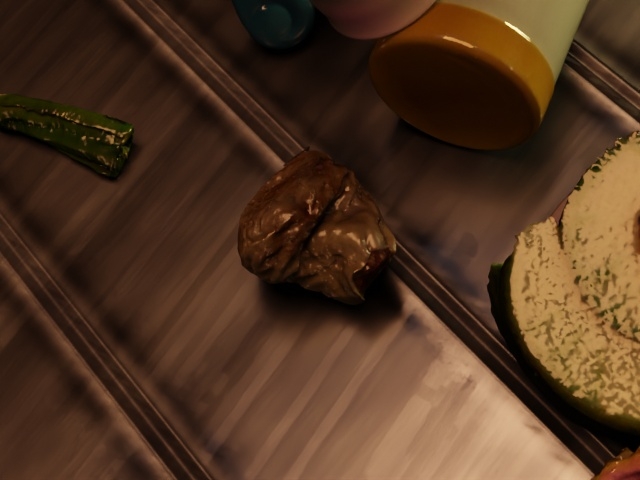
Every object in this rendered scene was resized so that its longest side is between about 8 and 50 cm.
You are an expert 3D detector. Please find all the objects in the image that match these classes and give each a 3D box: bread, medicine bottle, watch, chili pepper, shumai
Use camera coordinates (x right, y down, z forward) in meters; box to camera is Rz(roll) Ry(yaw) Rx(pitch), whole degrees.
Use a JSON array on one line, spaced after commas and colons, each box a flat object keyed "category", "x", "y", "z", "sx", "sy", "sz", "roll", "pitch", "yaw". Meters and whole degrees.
[{"category": "bread", "x": 0.387, "y": 0.053, "z": 1.509, "sx": 0.382, "sy": 0.129, "sz": 0.366, "roll": 2, "pitch": 78, "yaw": 6}, {"category": "medicine bottle", "x": 0.212, "y": -0.275, "z": 1.703, "sx": 0.238, "sy": 0.238, "sz": 0.232, "roll": 17, "pitch": 65, "yaw": 20}, {"category": "watch", "x": 0.031, "y": -0.362, "z": 1.614, "sx": 0.248, "sy": 0.211, "sz": 0.217, "roll": -31, "pitch": 51, "yaw": 16}, {"category": "chili pepper", "x": -0.429, "y": -0.189, "z": 1.895, "sx": 0.359, "sy": 0.076, "sz": 0.085, "roll": 23, "pitch": 94, "yaw": 22}, {"category": "shumai", "x": -0.003, "y": 0.003, "z": 1.673, "sx": 0.184, "sy": 0.218, "sz": 0.185, "roll": -36, "pitch": 103, "yaw": 4}]

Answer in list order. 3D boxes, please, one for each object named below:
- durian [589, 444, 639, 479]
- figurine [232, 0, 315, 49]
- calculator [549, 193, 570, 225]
[{"category": "durian", "x": 0.318, "y": 0.366, "z": 1.382, "sx": 0.191, "sy": 0.112, "sz": 0.341, "roll": 14, "pitch": 81, "yaw": 48}, {"category": "figurine", "x": -0.036, "y": -0.477, "z": 1.788, "sx": 0.416, "sy": 0.243, "sz": 0.298, "roll": -58, "pitch": 19, "yaw": 16}, {"category": "calculator", "x": 0.368, "y": 0.020, "z": 1.624, "sx": 0.194, "sy": 0.043, "sz": 0.294, "roll": 39, "pitch": 79, "yaw": 26}]
